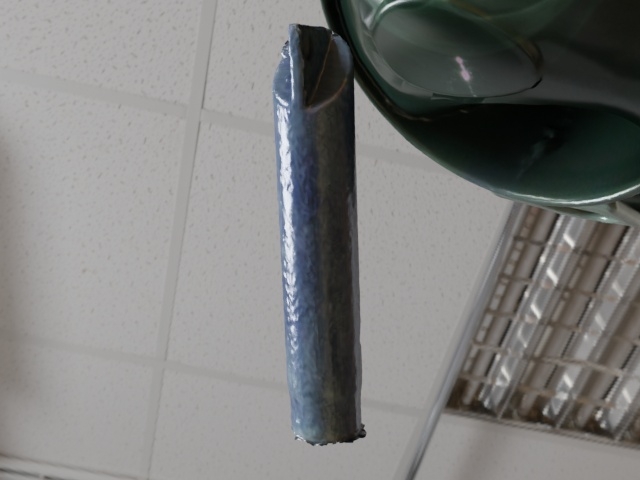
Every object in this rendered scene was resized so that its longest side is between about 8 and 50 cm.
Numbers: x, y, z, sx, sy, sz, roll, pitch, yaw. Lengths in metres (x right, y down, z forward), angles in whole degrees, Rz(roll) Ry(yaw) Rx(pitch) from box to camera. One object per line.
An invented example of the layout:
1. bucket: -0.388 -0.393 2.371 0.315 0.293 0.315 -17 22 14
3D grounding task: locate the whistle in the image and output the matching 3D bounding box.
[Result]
1. whistle: 0.000 0.000 0.544 0.062 0.062 0.304 -1 -77 4

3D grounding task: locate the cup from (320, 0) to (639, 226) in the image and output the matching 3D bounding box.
1. cup: 0.222 -0.229 0.631 0.310 0.392 0.400 33 -26 21
